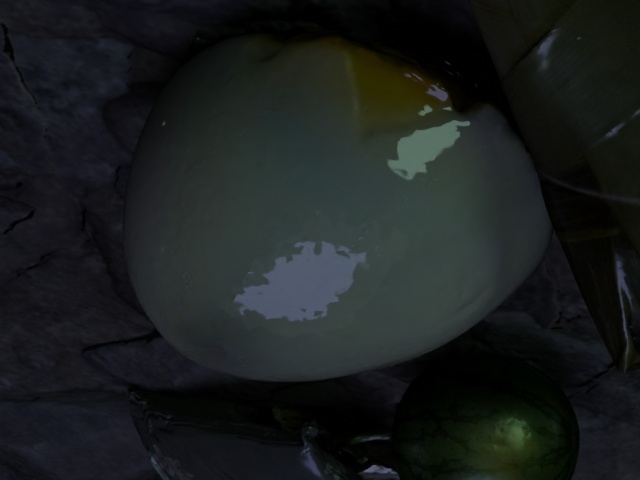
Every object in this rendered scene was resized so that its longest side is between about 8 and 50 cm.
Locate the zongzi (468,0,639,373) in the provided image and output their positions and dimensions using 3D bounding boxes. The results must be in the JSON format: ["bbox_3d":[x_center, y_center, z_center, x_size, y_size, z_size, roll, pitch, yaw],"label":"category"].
[{"bbox_3d":[0.236,-0.110,0.944,0.289,0.154,0.317,-19,115,17],"label":"zongzi"}]

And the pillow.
[{"bbox_3d":[-0.061,0.202,1.511,0.255,0.059,0.169,3,141,44],"label":"pillow"}]

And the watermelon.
[{"bbox_3d":[0.110,0.156,1.372,0.187,0.140,0.140,4,147,18],"label":"watermelon"}]

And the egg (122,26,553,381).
[{"bbox_3d":[0.001,0.003,1.108,0.286,0.174,0.264,-1,139,30],"label":"egg"}]

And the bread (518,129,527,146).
[{"bbox_3d":[0.165,-0.053,1.104,0.085,0.053,0.085,8,148,5],"label":"bread"}]

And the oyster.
[{"bbox_3d":[0.032,0.190,1.529,0.166,0.053,0.108,20,169,-27],"label":"oyster"}]
